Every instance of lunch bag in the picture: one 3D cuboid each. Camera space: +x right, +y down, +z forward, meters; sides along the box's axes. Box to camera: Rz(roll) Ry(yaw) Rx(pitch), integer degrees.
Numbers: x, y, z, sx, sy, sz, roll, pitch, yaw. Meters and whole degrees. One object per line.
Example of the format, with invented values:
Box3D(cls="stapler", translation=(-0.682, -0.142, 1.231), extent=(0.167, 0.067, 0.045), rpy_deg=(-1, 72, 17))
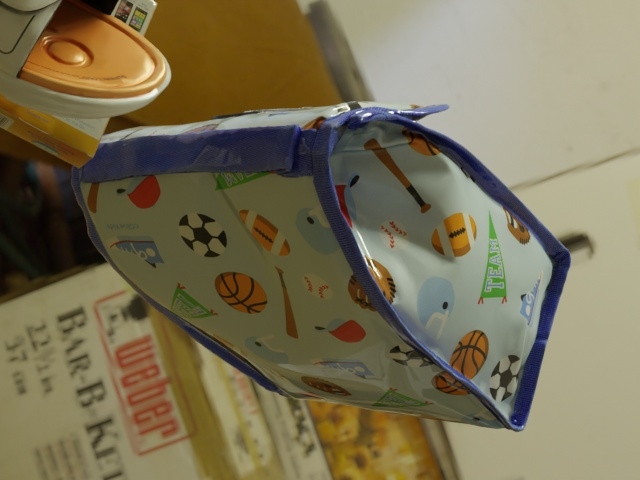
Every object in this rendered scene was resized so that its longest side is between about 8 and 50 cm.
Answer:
Box3D(cls="lunch bag", translation=(0.000, 0.000, 1.216), extent=(0.385, 0.328, 0.239), rpy_deg=(37, 62, -42))

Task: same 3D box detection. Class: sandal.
Box3D(cls="sandal", translation=(-0.191, -0.158, 0.664), extent=(0.265, 0.076, 0.102), rpy_deg=(32, 36, -3))

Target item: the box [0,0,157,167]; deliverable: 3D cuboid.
Box3D(cls="box", translation=(-0.157, -0.122, 0.802), extent=(0.081, 0.028, 0.136), rpy_deg=(29, 61, -21))
